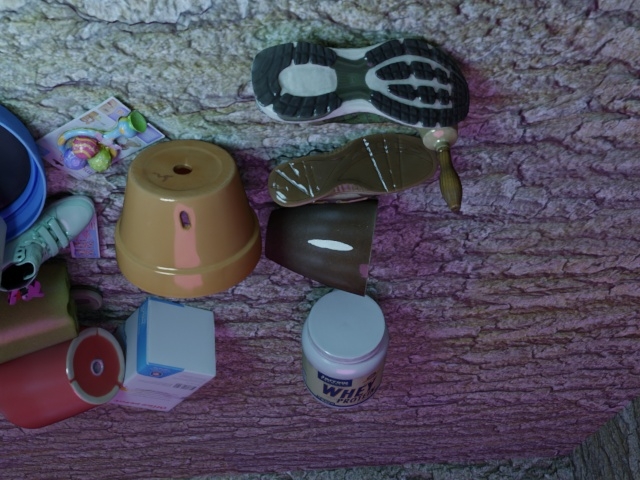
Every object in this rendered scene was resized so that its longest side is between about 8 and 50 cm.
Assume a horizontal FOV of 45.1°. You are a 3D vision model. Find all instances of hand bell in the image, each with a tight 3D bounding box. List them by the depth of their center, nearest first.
[{"bbox_3d":[0.231,-0.157,1.427,0.126,0.242,0.126,-5,146,-3],"label":"hand bell"}]

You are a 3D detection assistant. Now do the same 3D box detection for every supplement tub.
[{"bbox_3d":[0.065,0.298,2.103,0.235,0.235,0.325,-4,147,-3],"label":"supplement tub"}]

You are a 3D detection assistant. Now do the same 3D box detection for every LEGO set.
[{"bbox_3d":[-0.619,0.018,1.673,0.093,0.087,0.227,5,109,-39],"label":"LEGO set"}]

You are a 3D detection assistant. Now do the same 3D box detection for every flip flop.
[{"bbox_3d":[-0.685,0.176,1.930,0.277,0.080,0.112,-5,147,-2],"label":"flip flop"}]

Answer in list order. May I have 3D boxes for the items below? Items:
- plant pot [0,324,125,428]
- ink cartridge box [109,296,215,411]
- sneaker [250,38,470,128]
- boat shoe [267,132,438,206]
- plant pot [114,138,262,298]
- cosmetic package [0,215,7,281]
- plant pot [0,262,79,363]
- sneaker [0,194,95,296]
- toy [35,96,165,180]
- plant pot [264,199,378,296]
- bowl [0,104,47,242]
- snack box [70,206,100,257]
[{"bbox_3d":[-0.652,0.332,1.961,0.243,0.275,0.275,-12,148,28],"label":"plant pot"},{"bbox_3d":[-0.436,0.314,2.077,0.198,0.197,0.270,18,140,-33],"label":"ink cartridge box"},{"bbox_3d":[0.065,-0.267,1.375,0.410,0.158,0.182,2,177,-16],"label":"sneaker"},{"bbox_3d":[0.066,-0.134,1.575,0.342,0.123,0.123,-14,176,2],"label":"boat shoe"},{"bbox_3d":[-0.258,-0.059,1.490,0.291,0.291,0.203,-2,130,-7],"label":"plant pot"},{"bbox_3d":[-0.757,0.006,1.243,0.329,0.327,0.393,-15,140,0],"label":"cosmetic package"},{"bbox_3d":[-0.699,0.160,1.773,0.254,0.276,0.276,-11,149,-13],"label":"plant pot"},{"bbox_3d":[-0.552,0.013,1.557,0.256,0.151,0.094,-37,125,-13],"label":"sneaker"},{"bbox_3d":[-0.429,-0.173,1.462,0.237,0.056,0.137,-24,142,25],"label":"toy"},{"bbox_3d":[0.000,0.000,1.693,0.230,0.215,0.215,9,147,4],"label":"plant pot"},{"bbox_3d":[-0.707,-0.129,1.414,0.391,0.077,0.391,-8,140,-7],"label":"bowl"},{"bbox_3d":[-0.527,-0.016,1.716,0.064,0.022,0.178,0,146,-12],"label":"snack box"}]
